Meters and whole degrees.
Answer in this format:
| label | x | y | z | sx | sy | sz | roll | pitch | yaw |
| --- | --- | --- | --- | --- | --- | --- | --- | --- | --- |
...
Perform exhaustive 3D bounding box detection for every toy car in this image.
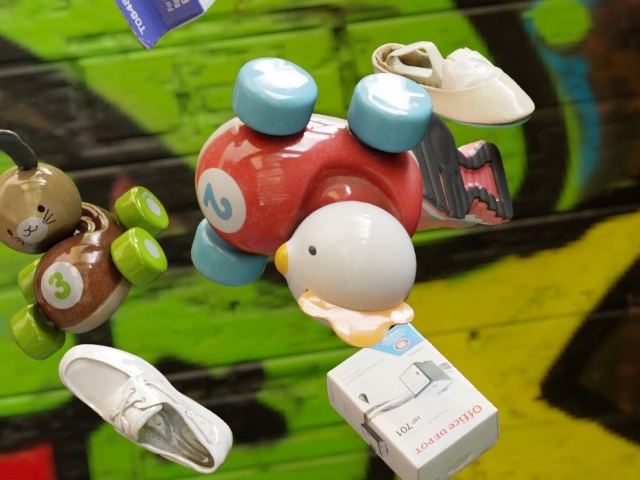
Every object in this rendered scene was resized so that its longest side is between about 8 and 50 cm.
| label | x | y | z | sx | sy | sz | roll | pitch | yaw |
| --- | --- | --- | --- | --- | --- | --- | --- | --- | --- |
| toy car | -0.258 | -0.015 | 1.481 | 0.188 | 0.155 | 0.149 | 46 | 18 | -27 |
| toy car | 0.000 | 0.000 | 1.407 | 0.238 | 0.210 | 0.219 | -101 | -157 | -49 |

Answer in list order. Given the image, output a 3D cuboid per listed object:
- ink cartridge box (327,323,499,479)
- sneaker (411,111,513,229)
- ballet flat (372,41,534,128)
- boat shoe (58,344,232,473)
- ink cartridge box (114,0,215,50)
| label | x | y | z | sx | sy | sz | roll | pitch | yaw |
| --- | --- | --- | --- | --- | --- | --- | --- | --- | --- |
| ink cartridge box | 0.121 | 0.218 | 2.106 | 0.191 | 0.140 | 0.082 | 43 | -23 | 33 |
| sneaker | 0.098 | -0.053 | 1.724 | 0.314 | 0.136 | 0.116 | 16 | 60 | -62 |
| ballet flat | 0.146 | -0.187 | 1.863 | 0.248 | 0.086 | 0.086 | 18 | -59 | 51 |
| boat shoe | -0.251 | 0.242 | 2.296 | 0.098 | 0.277 | 0.096 | -60 | -176 | 14 |
| ink cartridge box | -0.157 | -0.308 | 1.445 | 0.223 | 0.045 | 0.224 | 60 | 27 | -19 |
